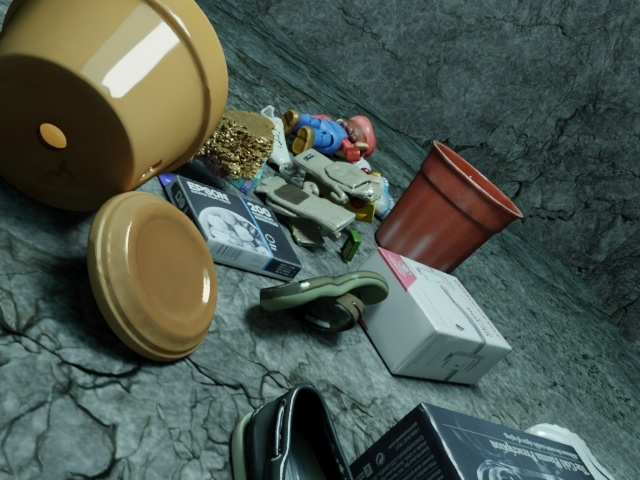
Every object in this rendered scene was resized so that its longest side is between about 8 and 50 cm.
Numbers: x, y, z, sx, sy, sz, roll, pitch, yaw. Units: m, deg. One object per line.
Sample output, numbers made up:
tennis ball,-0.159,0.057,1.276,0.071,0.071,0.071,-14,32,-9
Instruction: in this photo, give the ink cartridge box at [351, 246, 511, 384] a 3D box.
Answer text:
ink cartridge box,0.200,0.147,1.229,0.283,0.117,0.207,19,30,-47

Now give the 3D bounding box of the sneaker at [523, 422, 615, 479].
sneaker,0.461,0.428,1.194,0.235,0.090,0.095,39,29,-4

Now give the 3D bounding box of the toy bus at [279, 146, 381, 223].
toy bus,0.035,-0.102,1.454,0.202,0.191,0.104,54,-20,27

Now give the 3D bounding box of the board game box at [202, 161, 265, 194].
board game box,-0.183,-0.190,1.314,0.160,0.047,0.210,37,22,-15

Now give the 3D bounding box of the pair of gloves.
pair of gloves,0.000,-0.098,1.329,0.204,0.042,0.240,24,37,18

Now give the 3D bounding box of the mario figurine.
mario figurine,0.021,-0.253,1.781,0.320,0.170,0.198,0,81,-47

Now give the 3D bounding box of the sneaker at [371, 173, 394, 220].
sneaker,0.140,-0.133,1.774,0.083,0.071,0.191,25,25,-25

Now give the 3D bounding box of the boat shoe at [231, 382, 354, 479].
boat shoe,0.004,0.275,0.606,0.127,0.113,0.340,31,23,-30

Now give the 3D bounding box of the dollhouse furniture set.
dollhouse furniture set,0.000,0.000,1.299,0.151,0.059,0.076,6,42,-27

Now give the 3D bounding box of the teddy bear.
teddy bear,-0.247,-0.201,1.115,0.337,0.113,0.245,13,35,-28

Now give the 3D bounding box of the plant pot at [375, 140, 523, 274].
plant pot,0.289,-0.050,1.575,0.272,0.265,0.272,35,19,-14

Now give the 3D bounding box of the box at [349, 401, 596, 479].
box,0.217,0.376,0.699,0.343,0.179,0.313,25,27,-39

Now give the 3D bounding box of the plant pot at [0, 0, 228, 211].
plant pot,-0.280,-0.173,0.802,0.291,0.291,0.203,36,36,-15

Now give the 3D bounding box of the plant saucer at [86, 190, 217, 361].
plant saucer,-0.178,0.036,0.747,0.200,0.037,0.200,48,33,-45

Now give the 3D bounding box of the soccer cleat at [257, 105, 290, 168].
soccer cleat,-0.110,-0.240,1.511,0.068,0.076,0.196,23,27,-42

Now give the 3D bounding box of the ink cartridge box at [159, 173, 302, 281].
ink cartridge box,-0.147,-0.036,1.070,0.206,0.045,0.208,19,29,-47

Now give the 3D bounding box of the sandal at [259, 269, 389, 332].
sandal,0.009,0.102,1.015,0.302,0.120,0.086,1,72,-59
